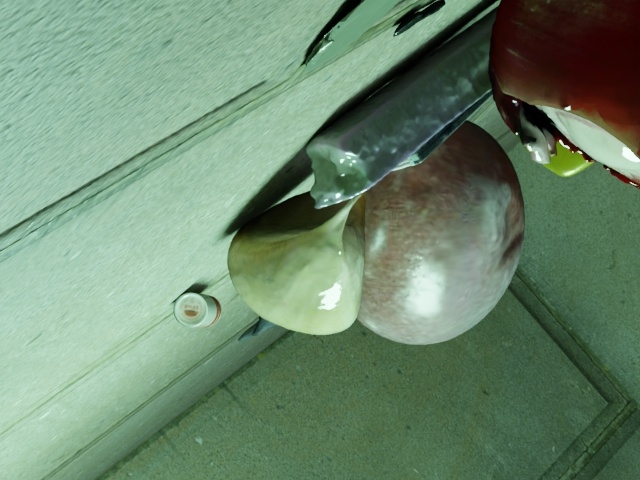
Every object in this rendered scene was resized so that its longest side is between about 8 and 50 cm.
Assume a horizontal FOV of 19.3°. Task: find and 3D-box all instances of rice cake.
[{"bbox_3d":[0.132,-0.162,1.797,0.399,0.064,0.070,-39,-163,-30],"label":"rice cake"}]

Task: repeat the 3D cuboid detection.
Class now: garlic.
[{"bbox_3d":[-0.008,0.012,1.846,0.164,0.145,0.245,-57,-175,5],"label":"garlic"}]

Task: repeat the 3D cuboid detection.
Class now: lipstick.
[{"bbox_3d":[-0.135,0.077,2.079,0.038,0.038,0.131,-41,175,2],"label":"lipstick"}]

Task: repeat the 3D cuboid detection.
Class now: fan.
[{"bbox_3d":[0.047,-0.178,1.272,0.182,0.010,0.310,-42,178,5],"label":"fan"}]

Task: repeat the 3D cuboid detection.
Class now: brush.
[{"bbox_3d":[0.081,-0.183,1.537,0.024,0.008,0.083,-46,174,40],"label":"brush"}]

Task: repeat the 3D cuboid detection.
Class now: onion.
[{"bbox_3d":[0.312,-0.182,1.696,0.341,0.341,0.341,-41,176,-4],"label":"onion"}]

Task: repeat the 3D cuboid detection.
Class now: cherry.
[{"bbox_3d":[0.126,-0.022,2.172,0.307,0.221,0.261,93,11,-47],"label":"cherry"}]

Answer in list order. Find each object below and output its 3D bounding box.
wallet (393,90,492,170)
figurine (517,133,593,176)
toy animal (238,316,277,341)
[{"bbox_3d":[0.107,-0.126,1.895,0.119,0.025,0.232,-13,-160,40],"label":"wallet"},{"bbox_3d":[0.298,-0.206,2.067,0.283,0.205,0.338,-16,171,20],"label":"figurine"},{"bbox_3d":[0.000,0.014,2.339,0.206,0.081,0.367,-41,172,-21],"label":"toy animal"}]
